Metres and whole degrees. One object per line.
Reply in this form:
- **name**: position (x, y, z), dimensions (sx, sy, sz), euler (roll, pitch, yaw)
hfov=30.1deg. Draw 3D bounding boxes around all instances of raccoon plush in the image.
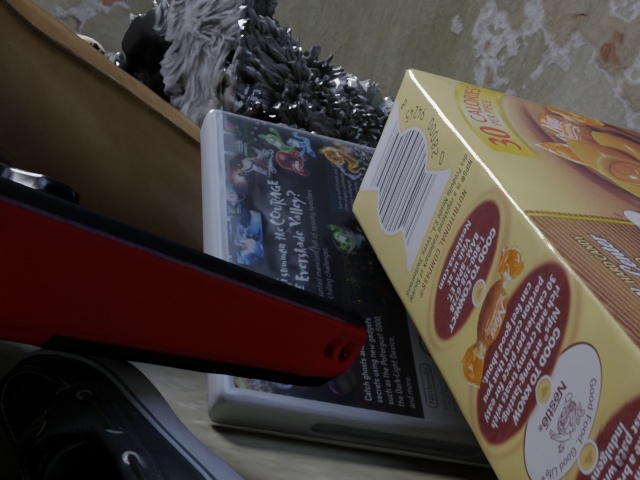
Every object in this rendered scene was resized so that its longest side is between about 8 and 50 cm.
- **raccoon plush**: position (0.000, 0.000, 0.877), dimensions (0.299, 0.216, 0.446), euler (28, 27, -39)

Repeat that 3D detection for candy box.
- **candy box**: position (0.143, 0.040, 0.483), dimensions (0.183, 0.087, 0.316), euler (12, 24, -19)

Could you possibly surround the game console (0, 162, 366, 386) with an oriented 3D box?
- **game console**: position (-0.218, -0.041, 0.422), dimensions (0.387, 0.060, 0.342), euler (17, 0, 39)

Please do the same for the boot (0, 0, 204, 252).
- **boot**: position (-0.162, -0.113, 0.664), dimensions (0.089, 0.236, 0.269), euler (-25, -44, 31)

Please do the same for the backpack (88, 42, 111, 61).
- **backpack**: position (-0.252, -0.097, 0.779), dimensions (0.173, 0.116, 0.158), euler (19, 8, 34)

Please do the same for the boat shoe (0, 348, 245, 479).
- **boat shoe**: position (-0.066, 0.066, 0.351), dimensions (0.040, 0.049, 0.142), euler (8, 11, -41)

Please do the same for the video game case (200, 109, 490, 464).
- **video game case**: position (0.026, 0.021, 0.593), dimensions (0.173, 0.022, 0.190), euler (12, 44, -19)

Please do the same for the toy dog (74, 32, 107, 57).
- **toy dog**: position (-0.433, -0.177, 1.476), dimensions (0.334, 0.160, 0.220), euler (-4, 15, -18)
